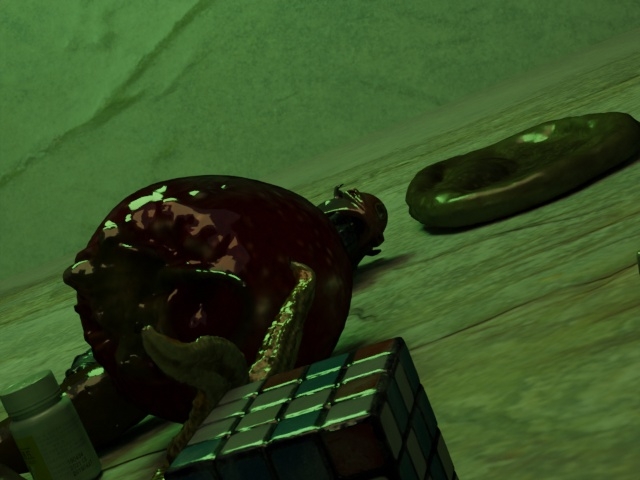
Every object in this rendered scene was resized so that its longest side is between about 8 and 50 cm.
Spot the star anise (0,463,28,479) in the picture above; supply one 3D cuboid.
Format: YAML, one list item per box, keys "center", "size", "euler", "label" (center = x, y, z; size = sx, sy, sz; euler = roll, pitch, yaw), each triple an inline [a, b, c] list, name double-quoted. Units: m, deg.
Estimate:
- center: [-0.299, 0.188, 0.649]
  size: [0.198, 0.111, 0.257]
  euler: [-11, 20, 48]
  label: "star anise"

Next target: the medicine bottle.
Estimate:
- center: [-0.193, 0.138, 0.767]
  size: [0.047, 0.083, 0.047]
  euler: [-24, 8, 4]
  label: "medicine bottle"

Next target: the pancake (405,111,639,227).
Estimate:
- center: [0.223, -0.084, 1.212]
  size: [0.294, 0.049, 0.294]
  euler: [-20, 9, 3]
  label: "pancake"

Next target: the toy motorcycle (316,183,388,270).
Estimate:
- center: [0.000, 0.000, 1.143]
  size: [0.118, 0.084, 0.212]
  euler: [-34, 8, -20]
  label: "toy motorcycle"

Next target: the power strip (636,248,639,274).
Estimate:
- center: [0.255, -0.005, 0.720]
  size: [0.047, 0.030, 0.191]
  euler: [-13, 12, 38]
  label: "power strip"

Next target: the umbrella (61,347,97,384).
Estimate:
- center: [-0.201, 0.119, 0.994]
  size: [0.053, 0.052, 0.250]
  euler: [-19, 9, 13]
  label: "umbrella"

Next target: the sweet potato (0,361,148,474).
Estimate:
- center: [-0.163, 0.126, 0.846]
  size: [0.274, 0.067, 0.067]
  euler: [-20, 8, -23]
  label: "sweet potato"

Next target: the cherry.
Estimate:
- center: [-0.063, 0.033, 0.795]
  size: [0.192, 0.175, 0.249]
  euler: [-5, 15, 30]
  label: "cherry"

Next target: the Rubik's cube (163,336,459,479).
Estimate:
- center: [0.003, 0.107, 0.454]
  size: [0.092, 0.092, 0.092]
  euler: [-20, 9, 16]
  label: "Rubik's cube"

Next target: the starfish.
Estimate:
- center: [-0.055, 0.095, 0.557]
  size: [0.050, 0.138, 0.247]
  euler: [18, 12, 12]
  label: "starfish"
